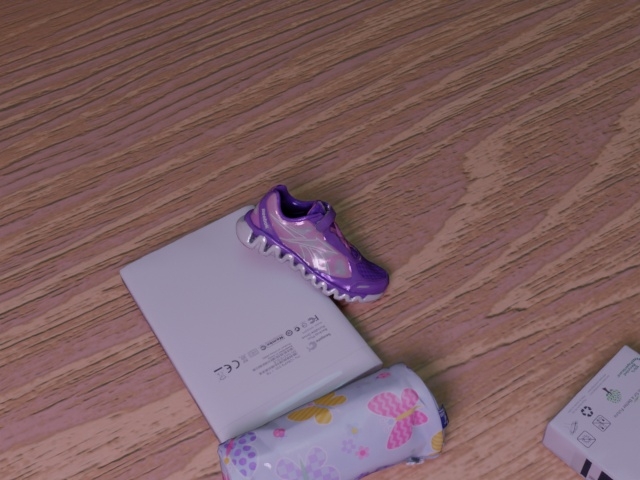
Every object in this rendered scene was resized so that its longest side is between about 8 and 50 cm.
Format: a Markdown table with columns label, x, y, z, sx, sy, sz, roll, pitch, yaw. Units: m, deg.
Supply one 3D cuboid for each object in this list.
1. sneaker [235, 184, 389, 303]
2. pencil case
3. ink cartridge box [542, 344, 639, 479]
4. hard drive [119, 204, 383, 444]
| label | x | y | z | sx | sy | sz | roll | pitch | yaw |
| --- | --- | --- | --- | --- | --- | --- | --- | --- | --- |
| sneaker | 0.000 | 0.000 | 1.116 | 0.236 | 0.104 | 0.095 | 29 | 25 | -1 |
| pencil case | 0.014 | 0.249 | 0.940 | 0.273 | 0.124 | 0.113 | -20 | 19 | -13 |
| ink cartridge box | 0.443 | 0.280 | 0.905 | 0.165 | 0.065 | 0.333 | -35 | 54 | -23 |
| hard drive | -0.108 | 0.114 | 1.109 | 0.233 | 0.047 | 0.353 | -28 | 53 | -18 |
